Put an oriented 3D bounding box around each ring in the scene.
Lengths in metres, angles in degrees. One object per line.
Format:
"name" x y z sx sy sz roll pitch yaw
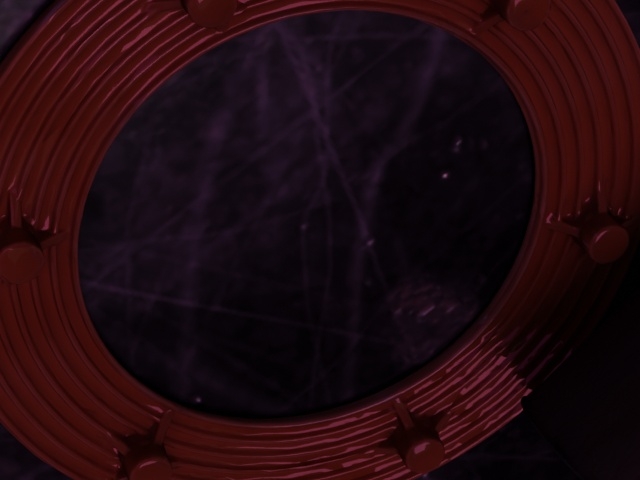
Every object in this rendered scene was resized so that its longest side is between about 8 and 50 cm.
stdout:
"ring" 0.000 0.000 0.811 0.336 0.032 0.336 -10 124 -15

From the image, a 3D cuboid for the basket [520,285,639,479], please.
"basket" 0.227 0.044 0.848 0.227 0.154 0.204 -48 168 5
